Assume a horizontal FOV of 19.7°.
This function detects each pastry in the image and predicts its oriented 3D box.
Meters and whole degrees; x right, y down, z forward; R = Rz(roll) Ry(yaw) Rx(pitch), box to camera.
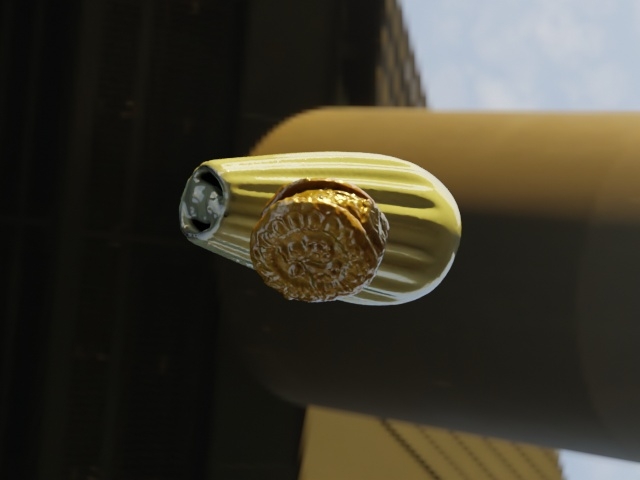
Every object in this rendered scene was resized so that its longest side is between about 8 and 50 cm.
[{"bbox_3d":[0.000,0.000,1.351,0.109,0.097,0.057,56,-152,-32],"label":"pastry"}]

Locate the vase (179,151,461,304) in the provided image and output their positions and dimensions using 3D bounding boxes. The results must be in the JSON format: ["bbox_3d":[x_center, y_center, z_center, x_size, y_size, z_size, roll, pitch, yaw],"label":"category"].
[{"bbox_3d":[-0.002,-0.016,1.515,0.248,0.128,0.128,8,-92,-40],"label":"vase"}]
